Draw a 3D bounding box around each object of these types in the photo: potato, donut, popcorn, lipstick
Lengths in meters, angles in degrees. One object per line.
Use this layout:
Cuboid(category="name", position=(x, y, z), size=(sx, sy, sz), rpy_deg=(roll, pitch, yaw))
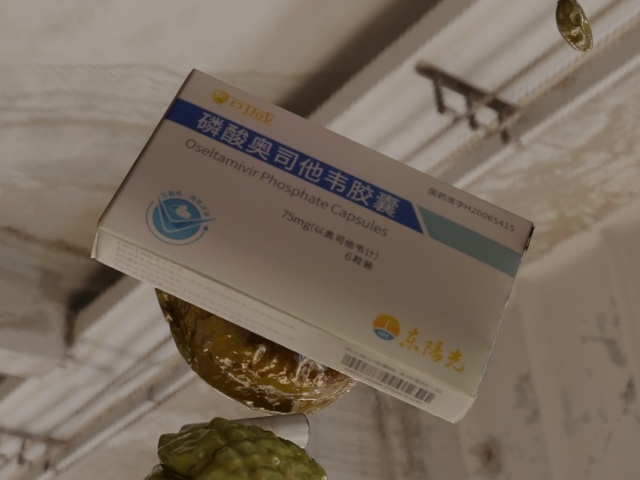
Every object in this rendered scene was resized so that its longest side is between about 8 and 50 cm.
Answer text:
Cuboid(category="potato", position=(0.362, -0.309, 1.761), size=(0.046, 0.092, 0.045), rpy_deg=(-33, -158, -16))
Cuboid(category="donut", position=(-0.023, 0.031, 1.404), size=(0.160, 0.330, 0.330), rpy_deg=(-36, -136, 49))
Cuboid(category="popcorn", position=(-0.073, 0.225, 0.977), size=(0.173, 0.173, 0.142), rpy_deg=(-39, -149, 41))
Cuboid(category="lipstick", position=(-0.082, 0.210, 1.309), size=(0.040, 0.141, 0.040), rpy_deg=(8, -81, 62))

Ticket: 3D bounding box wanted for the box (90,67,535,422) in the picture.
Cuboid(category="box", position=(0.000, 0.000, 1.069), size=(0.065, 0.343, 0.200), rpy_deg=(113, 2, -55))
